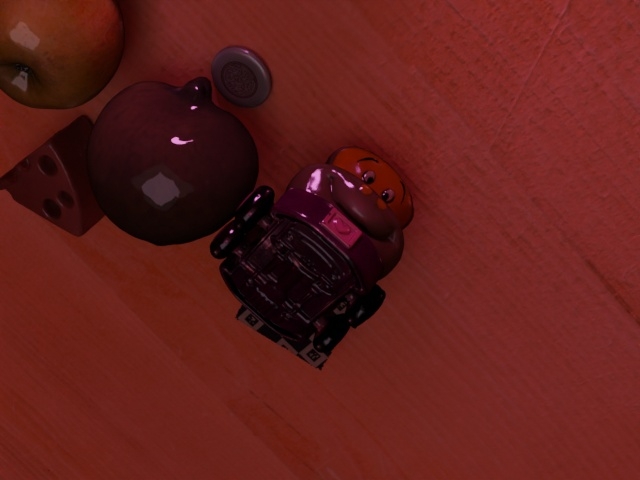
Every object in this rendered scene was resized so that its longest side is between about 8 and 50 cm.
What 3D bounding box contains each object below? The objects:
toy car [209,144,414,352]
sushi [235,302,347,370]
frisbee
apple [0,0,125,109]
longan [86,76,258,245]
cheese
[{"bbox_3d":[0.000,0.000,1.647,0.271,0.240,0.341,43,143,-4],"label":"toy car"},{"bbox_3d":[-0.020,0.087,1.840,0.193,0.043,0.279,31,125,4],"label":"sushi"},{"bbox_3d":[-0.131,-0.266,1.657,0.110,0.014,0.110,14,129,17],"label":"frisbee"},{"bbox_3d":[-0.439,-0.334,1.638,0.261,0.194,0.260,14,146,10],"label":"apple"},{"bbox_3d":[-0.247,-0.129,1.669,0.300,0.243,0.300,4,108,12],"label":"longan"},{"bbox_3d":[-0.476,-0.142,1.858,0.203,0.128,0.177,31,130,9],"label":"cheese"}]
